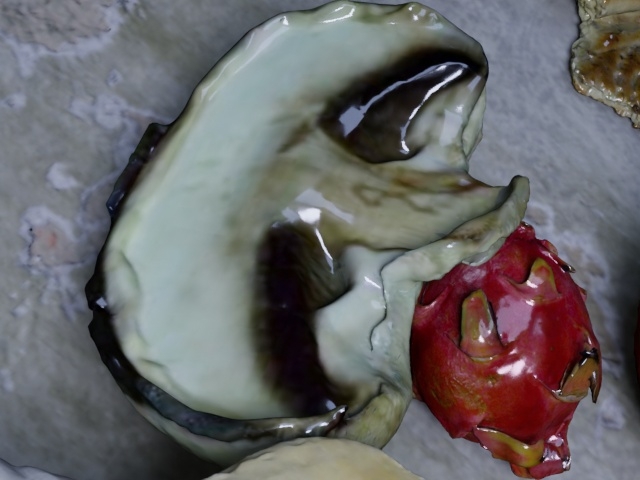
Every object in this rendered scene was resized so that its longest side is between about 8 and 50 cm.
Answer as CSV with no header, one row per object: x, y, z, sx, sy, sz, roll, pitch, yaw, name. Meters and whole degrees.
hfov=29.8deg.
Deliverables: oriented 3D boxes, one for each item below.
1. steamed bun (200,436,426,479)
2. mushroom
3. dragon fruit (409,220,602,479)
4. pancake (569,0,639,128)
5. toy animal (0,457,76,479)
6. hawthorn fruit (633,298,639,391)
-0.015,0.195,0.546,0.172,0.155,0.141,-23,46,-34,steamed bun
0.000,0.002,0.730,0.248,0.130,0.344,2,51,9,mushroom
0.113,0.072,0.773,0.133,0.136,0.165,-14,92,6,dragon fruit
0.312,-0.188,1.051,0.212,0.056,0.257,44,54,8,pancake
-0.235,0.189,0.513,0.265,0.272,0.206,4,85,5,toy animal
0.333,0.065,0.799,0.258,0.258,0.261,16,82,-13,hawthorn fruit
